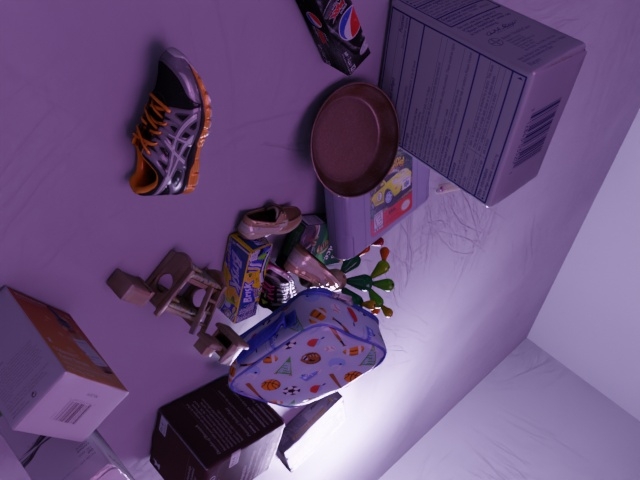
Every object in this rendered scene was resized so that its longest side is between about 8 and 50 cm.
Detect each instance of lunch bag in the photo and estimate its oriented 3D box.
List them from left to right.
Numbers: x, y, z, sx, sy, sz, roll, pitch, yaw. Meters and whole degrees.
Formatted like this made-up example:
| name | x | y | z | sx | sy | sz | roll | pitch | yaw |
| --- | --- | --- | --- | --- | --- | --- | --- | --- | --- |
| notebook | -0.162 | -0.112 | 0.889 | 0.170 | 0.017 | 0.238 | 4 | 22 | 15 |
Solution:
| name | x | y | z | sx | sy | sz | roll | pitch | yaw |
| --- | --- | --- | --- | --- | --- | --- | --- | --- | --- |
| lunch bag | -0.032 | 0.215 | 1.264 | 0.243 | 0.115 | 0.303 | 29 | 124 | -35 |

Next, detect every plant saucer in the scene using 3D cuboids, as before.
| name | x | y | z | sx | sy | sz | roll | pitch | yaw |
| --- | --- | --- | --- | --- | --- | --- | --- | --- | --- |
| plant saucer | 0.054 | -0.174 | 1.101 | 0.198 | 0.036 | 0.199 | -13 | 112 | -34 |

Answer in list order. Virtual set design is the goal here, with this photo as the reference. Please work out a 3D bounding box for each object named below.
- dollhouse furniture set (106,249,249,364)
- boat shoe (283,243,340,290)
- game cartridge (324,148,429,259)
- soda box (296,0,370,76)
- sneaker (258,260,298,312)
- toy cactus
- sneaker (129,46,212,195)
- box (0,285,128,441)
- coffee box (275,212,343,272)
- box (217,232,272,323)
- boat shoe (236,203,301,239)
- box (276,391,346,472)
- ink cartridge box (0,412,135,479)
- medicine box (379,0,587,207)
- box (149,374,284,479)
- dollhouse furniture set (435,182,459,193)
| name | x | y | z | sx | sy | sz | roll | pitch | yaw |
| --- | --- | --- | --- | --- | --- | --- | --- | --- | --- |
| dollhouse furniture set | -0.197 | 0.095 | 0.976 | 0.101 | 0.161 | 0.182 | -51 | 152 | 0 |
| boat shoe | -0.019 | 0.063 | 1.219 | 0.059 | 0.063 | 0.170 | -47 | 142 | 0 |
| game cartridge | 0.123 | -0.110 | 1.269 | 0.294 | 0.060 | 0.196 | -36 | 132 | -34 |
| soda box | 0.017 | -0.316 | 0.918 | 0.053 | 0.060 | 0.169 | -49 | 151 | -6 |
| sneaker | -0.093 | 0.095 | 1.225 | 0.075 | 0.063 | 0.170 | -51 | 157 | -14 |
| toy cactus | 0.070 | 0.089 | 1.382 | 0.180 | 0.219 | 0.112 | 4 | 161 | -9 |
| sneaker | -0.195 | -0.137 | 0.801 | 0.083 | 0.084 | 0.215 | -21 | 140 | -35 |
| box | -0.355 | 0.160 | 0.815 | 0.091 | 0.170 | 0.130 | -47 | 151 | -4 |
| coffee box | 0.000 | 0.000 | 1.273 | 0.184 | 0.040 | 0.113 | -7 | 129 | -52 |
| box | -0.138 | 0.064 | 1.130 | 0.054 | 0.059 | 0.169 | -22 | 140 | -43 |
| boat shoe | -0.082 | -0.039 | 1.103 | 0.135 | 0.050 | 0.045 | -22 | 145 | -42 |
| box | -0.028 | 0.547 | 1.841 | 0.231 | 0.056 | 0.183 | -39 | 149 | -22 |
| ink cartridge box | -0.365 | 0.299 | 0.908 | 0.092 | 0.219 | 0.160 | -39 | 149 | -21 |
| medicine box | 0.251 | -0.254 | 1.084 | 0.149 | 0.289 | 0.263 | -30 | 145 | -30 |
| box | -0.214 | 0.413 | 1.307 | 0.203 | 0.167 | 0.168 | -21 | 139 | -43 |
| dollhouse furniture set | 0.316 | -0.171 | 1.565 | 0.081 | 0.091 | 0.114 | -11 | 121 | 8 |
